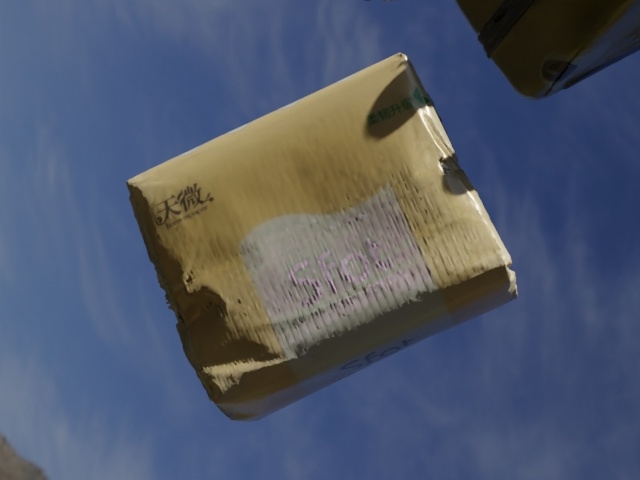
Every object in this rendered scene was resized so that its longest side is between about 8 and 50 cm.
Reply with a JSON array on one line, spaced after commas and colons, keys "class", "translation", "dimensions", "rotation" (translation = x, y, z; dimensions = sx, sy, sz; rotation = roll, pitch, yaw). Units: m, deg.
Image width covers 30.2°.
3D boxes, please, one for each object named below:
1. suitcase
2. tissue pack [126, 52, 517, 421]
[{"class": "suitcase", "translation": [0.219, -0.227, 0.876], "dimensions": [0.143, 0.194, 0.235], "rotation": [57, -30, 10]}, {"class": "tissue pack", "translation": [0.000, 0.000, 0.807], "dimensions": [0.090, 0.222, 0.186], "rotation": [61, 6, -75]}]
